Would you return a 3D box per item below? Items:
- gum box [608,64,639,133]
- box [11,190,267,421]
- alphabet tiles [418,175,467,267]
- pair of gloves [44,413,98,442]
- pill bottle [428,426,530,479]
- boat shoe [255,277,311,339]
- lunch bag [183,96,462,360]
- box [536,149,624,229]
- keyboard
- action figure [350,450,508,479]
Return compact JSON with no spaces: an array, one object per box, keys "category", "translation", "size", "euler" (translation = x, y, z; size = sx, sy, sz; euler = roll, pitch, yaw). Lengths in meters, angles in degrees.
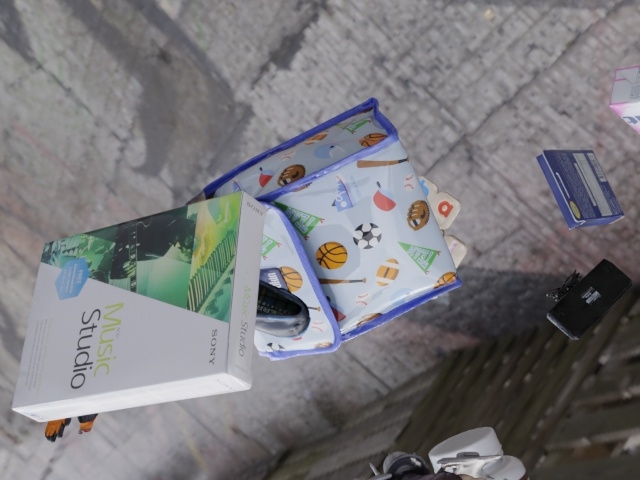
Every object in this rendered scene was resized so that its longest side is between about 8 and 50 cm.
[{"category":"gum box","translation":[0.503,-0.198,1.476],"size":[0.188,0.062,0.107],"euler":[-2,155,45]},{"category":"box","translation":[-0.218,0.083,1.280],"size":[0.322,0.232,0.058],"euler":[-13,148,27]},{"category":"alphabet tiles","translation":[0.156,-0.011,2.186],"size":[0.284,0.021,0.278],"euler":[37,115,17]},{"category":"pair of gloves","translation":[-0.332,0.236,1.435],"size":[0.083,0.074,0.010],"euler":[-19,124,17]},{"category":"pill bottle","translation":[0.205,0.335,1.254],"size":[0.117,0.117,0.215],"euler":[-23,89,63]},{"category":"boat shoe","translation":[-0.135,0.067,1.596],"size":[0.258,0.109,0.089],"euler":[13,156,0]},{"category":"lunch bag","translation":[0.000,0.000,1.818],"size":[0.239,0.385,0.328],"euler":[-111,-4,-65]},{"category":"box","translation":[0.439,-0.090,1.822],"size":[0.036,0.225,0.136],"euler":[-30,76,32]},{"category":"keyboard","translation":[0.493,0.105,1.997],"size":[0.100,0.192,0.038],"euler":[45,150,14]},{"category":"action figure","translation":[0.106,0.269,0.845],"size":[0.285,0.185,0.099],"euler":[-122,16,-50]}]
